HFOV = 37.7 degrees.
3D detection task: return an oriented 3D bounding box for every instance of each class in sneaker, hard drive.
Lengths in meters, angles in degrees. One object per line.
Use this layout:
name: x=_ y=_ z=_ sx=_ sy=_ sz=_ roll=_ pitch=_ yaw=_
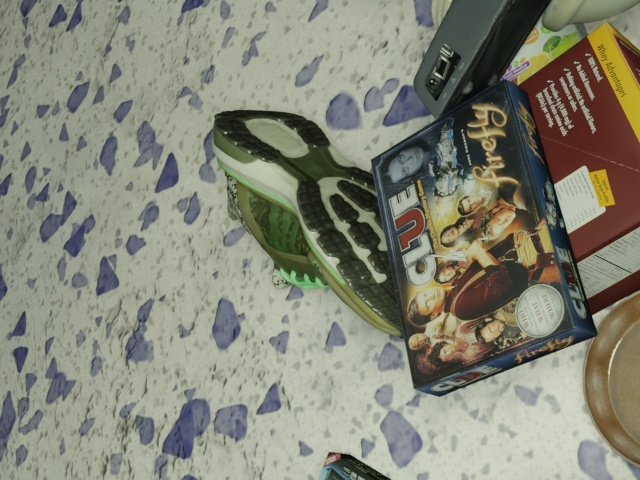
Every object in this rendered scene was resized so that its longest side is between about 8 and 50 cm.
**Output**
sneaker: x=0.000 y=0.000 z=1.134 sx=0.410 sy=0.158 sz=0.182 roll=49 pitch=141 yaw=41
hard drive: x=0.185 y=-0.242 z=0.901 sx=0.054 sy=0.172 sz=0.254 roll=37 pitch=118 yaw=14

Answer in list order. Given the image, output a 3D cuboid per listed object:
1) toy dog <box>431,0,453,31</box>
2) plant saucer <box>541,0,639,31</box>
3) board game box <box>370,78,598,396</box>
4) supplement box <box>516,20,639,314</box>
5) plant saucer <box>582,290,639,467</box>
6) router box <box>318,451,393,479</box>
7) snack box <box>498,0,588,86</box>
toy dog: x=0.159 y=-0.380 z=0.962 sx=0.220 sy=0.161 sz=0.333 roll=44 pitch=107 yaw=15
plant saucer: x=0.338 y=-0.337 z=0.797 sx=0.101 sy=0.400 sz=0.400 roll=32 pitch=101 yaw=4
board game box: x=0.136 y=-0.002 z=0.845 sx=0.165 sy=0.042 sz=0.243 roll=-30 pitch=57 yaw=35
supplement box: x=0.249 y=-0.056 z=0.878 sx=0.194 sy=0.129 sz=0.191 roll=-35 pitch=54 yaw=31
plant saucer: x=0.313 y=0.121 z=0.825 sx=0.168 sy=0.029 sz=0.168 roll=-17 pitch=65 yaw=40
router box: x=0.043 y=0.296 z=1.018 sx=0.122 sy=0.038 sz=0.092 roll=20 pitch=91 yaw=46
snack box: x=0.233 y=-0.218 z=1.018 sx=0.100 sy=0.037 sz=0.141 roll=-29 pitch=55 yaw=32
